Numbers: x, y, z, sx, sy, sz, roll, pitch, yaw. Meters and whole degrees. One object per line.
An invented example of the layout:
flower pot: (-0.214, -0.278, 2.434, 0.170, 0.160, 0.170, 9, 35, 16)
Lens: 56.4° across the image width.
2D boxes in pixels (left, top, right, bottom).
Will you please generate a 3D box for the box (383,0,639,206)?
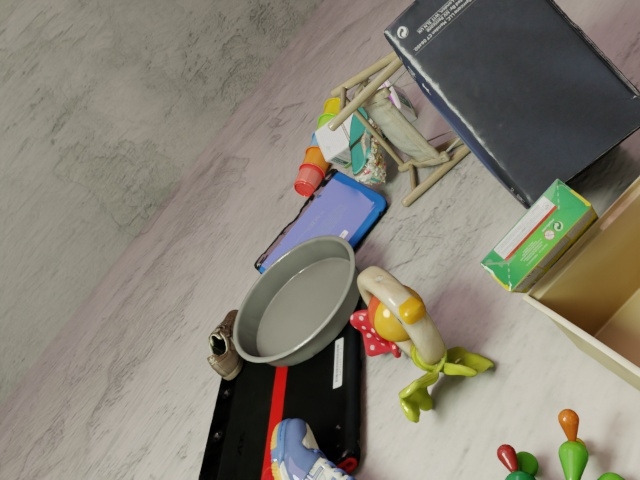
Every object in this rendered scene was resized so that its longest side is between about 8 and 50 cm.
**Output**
box: (0.266, -0.205, 0.834, 0.182, 0.294, 0.296, -41, -10, 15)

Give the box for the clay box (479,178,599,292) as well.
clay box: (0.282, 0.004, 0.741, 0.053, 0.222, 0.127, 46, 106, 23)

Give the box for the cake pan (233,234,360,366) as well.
cake pan: (-0.041, 0.117, 1.139, 0.293, 0.054, 0.293, -30, 32, 22)

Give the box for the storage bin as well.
storage bin: (0.401, 0.050, 0.597, 0.260, 0.123, 0.262, -47, 26, 2)

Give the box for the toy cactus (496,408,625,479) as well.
toy cactus: (0.218, 0.252, 0.568, 0.180, 0.112, 0.219, -13, 14, -12)

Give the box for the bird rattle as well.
bird rattle: (0.122, 0.116, 0.860, 0.143, 0.207, 0.253, -29, 36, -4)

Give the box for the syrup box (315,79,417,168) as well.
syrup box: (0.112, -0.288, 1.491, 0.236, 0.093, 0.096, -32, 68, 28)

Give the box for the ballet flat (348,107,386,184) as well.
ballet flat: (0.110, -0.213, 1.369, 0.091, 0.077, 0.241, -40, 34, 40)

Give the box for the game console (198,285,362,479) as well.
game console: (-0.064, 0.282, 1.070, 0.341, 0.060, 0.387, -29, 32, 24)

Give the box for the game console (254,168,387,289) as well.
game console: (0.000, 0.000, 1.381, 0.250, 0.173, 0.293, 34, 82, 32)

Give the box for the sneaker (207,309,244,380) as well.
sneaker: (-0.189, 0.193, 1.214, 0.066, 0.071, 0.188, -35, 30, 16)

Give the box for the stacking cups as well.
stacking cups: (0.012, -0.254, 1.662, 0.096, 0.096, 0.316, -18, 44, 45)

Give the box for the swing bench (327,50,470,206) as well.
swing bench: (0.190, -0.248, 1.176, 0.254, 0.253, 0.165, -33, 29, 26)

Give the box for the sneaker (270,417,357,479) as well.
sneaker: (0.027, 0.347, 0.774, 0.130, 0.112, 0.297, -32, 44, 5)
